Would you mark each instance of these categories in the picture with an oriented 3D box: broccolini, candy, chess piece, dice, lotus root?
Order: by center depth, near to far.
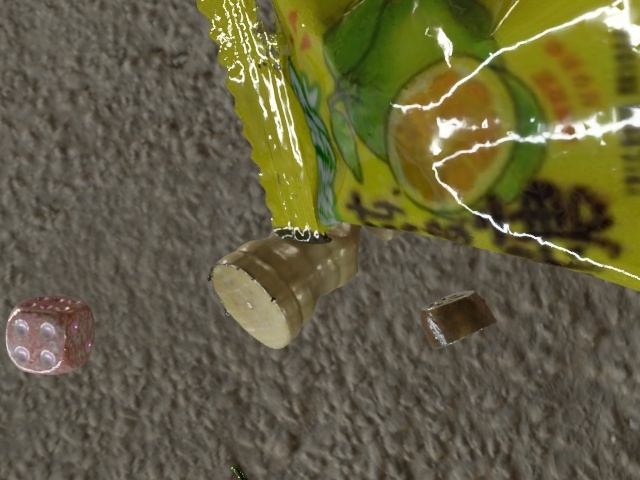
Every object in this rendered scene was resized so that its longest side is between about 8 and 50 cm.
[{"bbox_3d":[0.065,-0.059,0.442,0.297,0.187,0.081,11,36,38],"label":"candy"},{"bbox_3d":[0.000,0.000,1.233,0.137,0.137,0.301,27,52,27],"label":"chess piece"},{"bbox_3d":[-0.372,0.129,1.292,0.093,0.094,0.091,5,104,12],"label":"dice"},{"bbox_3d":[-0.095,0.413,1.502,0.035,0.030,0.140,-21,58,-36],"label":"broccolini"},{"bbox_3d":[0.244,0.140,1.658,0.122,0.112,0.081,-20,91,-31],"label":"lotus root"}]
